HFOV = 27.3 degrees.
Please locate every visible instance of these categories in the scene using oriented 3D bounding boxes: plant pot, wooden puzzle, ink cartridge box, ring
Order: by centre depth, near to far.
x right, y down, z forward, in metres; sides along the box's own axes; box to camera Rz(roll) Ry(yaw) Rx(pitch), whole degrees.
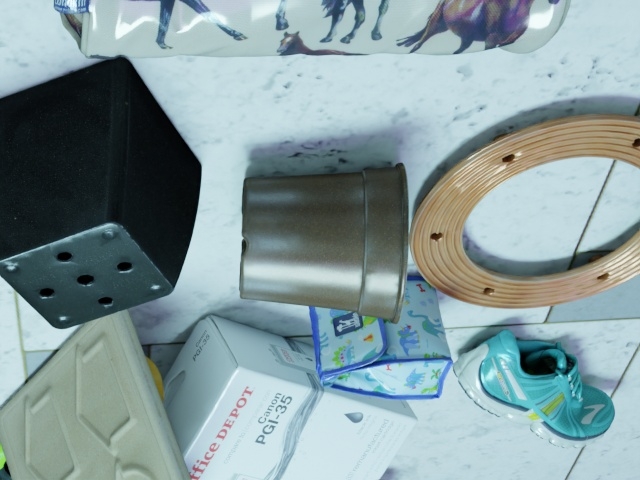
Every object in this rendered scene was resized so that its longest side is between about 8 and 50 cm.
[{"bbox_3d":[-0.223,-0.029,1.240,0.188,0.167,0.187,-19,143,10],"label":"plant pot"},{"bbox_3d":[0.000,0.000,1.346,0.165,0.167,0.167,2,142,-4],"label":"plant pot"},{"bbox_3d":[0.262,-0.030,1.464,0.336,0.032,0.337,-7,144,-5],"label":"ring"},{"bbox_3d":[-0.244,0.275,1.527,0.080,0.322,0.348,-2,148,-41],"label":"wooden puzzle"},{"bbox_3d":[-0.057,0.235,1.612,0.283,0.117,0.207,20,109,-34],"label":"ink cartridge box"}]

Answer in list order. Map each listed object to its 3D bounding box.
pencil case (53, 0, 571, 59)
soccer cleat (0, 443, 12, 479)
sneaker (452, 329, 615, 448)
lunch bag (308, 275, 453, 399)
[{"bbox_3d":[-0.004,-0.229,1.032,0.410,0.160,0.183,-2,157,-10],"label":"pencil case"},{"bbox_3d":[-0.430,0.318,1.741,0.072,0.060,0.179,0,139,-15],"label":"soccer cleat"},{"bbox_3d":[0.298,0.191,1.711,0.275,0.107,0.110,23,123,-36],"label":"sneaker"},{"bbox_3d":[0.065,0.111,1.521,0.151,0.129,0.096,0,138,-10],"label":"lunch bag"}]
